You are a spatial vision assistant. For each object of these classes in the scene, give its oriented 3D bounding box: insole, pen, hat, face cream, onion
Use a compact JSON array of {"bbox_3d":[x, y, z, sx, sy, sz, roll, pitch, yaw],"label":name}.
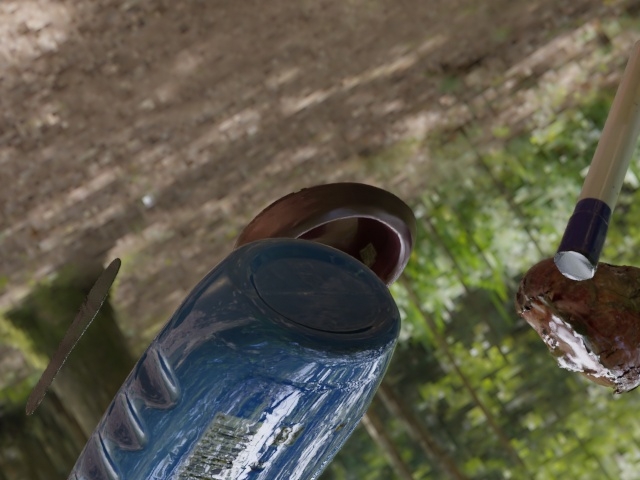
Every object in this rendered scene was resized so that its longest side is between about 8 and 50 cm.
[{"bbox_3d":[-0.182,0.071,1.091,0.135,0.002,0.045,-59,-158,3],"label":"insole"},{"bbox_3d":[0.233,-0.073,1.167,0.033,0.033,0.269,-42,-164,49],"label":"pen"},{"bbox_3d":[0.000,0.000,1.556,0.205,0.089,0.205,-14,140,-13],"label":"hat"},{"bbox_3d":[-0.060,0.117,0.792,0.149,0.083,0.264,4,132,-40],"label":"face cream"},{"bbox_3d":[0.318,0.084,1.691,0.147,0.184,0.184,-37,172,-9],"label":"onion"}]
